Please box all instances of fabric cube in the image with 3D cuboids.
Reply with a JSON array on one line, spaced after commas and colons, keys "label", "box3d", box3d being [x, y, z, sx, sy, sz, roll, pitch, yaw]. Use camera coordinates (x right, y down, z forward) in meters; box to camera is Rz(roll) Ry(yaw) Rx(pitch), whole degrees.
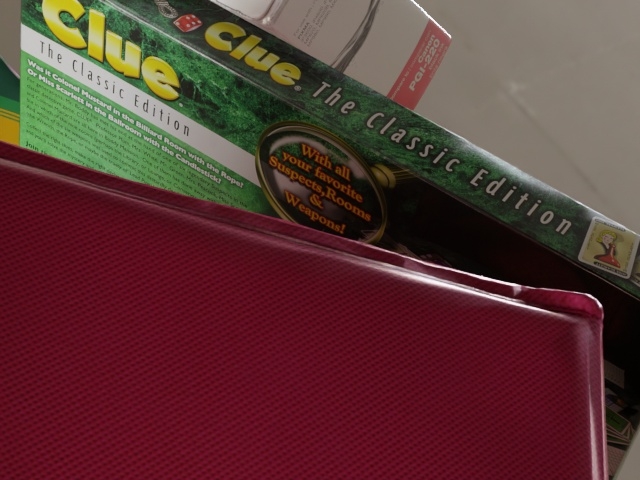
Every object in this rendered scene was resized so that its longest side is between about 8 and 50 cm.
[{"label": "fabric cube", "box3d": [-0.080, 0.154, 0.444, 0.254, 0.259, 0.258, 15, -133, -10]}]

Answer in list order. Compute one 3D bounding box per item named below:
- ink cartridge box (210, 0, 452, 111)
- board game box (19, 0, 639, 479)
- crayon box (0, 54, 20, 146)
[{"label": "ink cartridge box", "box3d": [-0.021, -0.184, 1.244, 0.159, 0.092, 0.218, 31, -178, 33]}, {"label": "board game box", "box3d": [0.000, 0.000, 0.584, 0.260, 0.136, 0.030, 31, -128, 16]}, {"label": "crayon box", "box3d": [-0.342, -0.030, 1.342, 0.278, 0.081, 0.165, -29, -126, -23]}]
